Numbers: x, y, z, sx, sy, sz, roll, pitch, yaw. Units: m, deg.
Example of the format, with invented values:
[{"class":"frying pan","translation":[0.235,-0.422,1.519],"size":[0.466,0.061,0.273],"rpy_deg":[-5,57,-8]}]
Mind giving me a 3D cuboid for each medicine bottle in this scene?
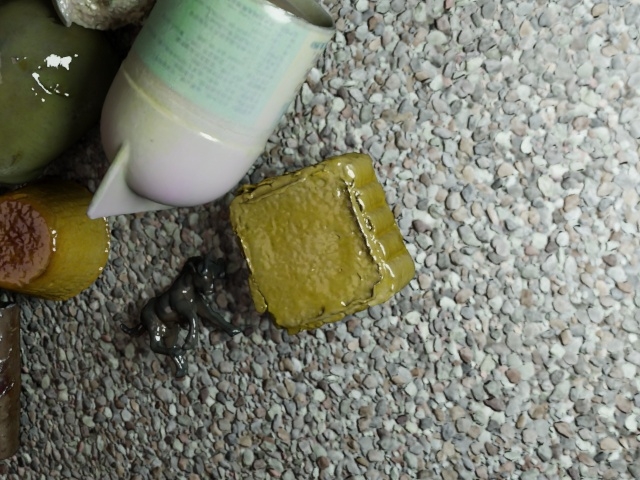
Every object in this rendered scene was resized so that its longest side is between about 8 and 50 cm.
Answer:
[{"class":"medicine bottle","translation":[-0.179,-0.200,1.467],"size":[0.236,0.236,0.406],"rpy_deg":[40,111,16]}]

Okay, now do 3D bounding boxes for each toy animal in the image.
[{"class":"toy animal","translation":[-0.221,0.119,1.630],"size":[0.233,0.084,0.148],"rpy_deg":[-38,63,31]}]

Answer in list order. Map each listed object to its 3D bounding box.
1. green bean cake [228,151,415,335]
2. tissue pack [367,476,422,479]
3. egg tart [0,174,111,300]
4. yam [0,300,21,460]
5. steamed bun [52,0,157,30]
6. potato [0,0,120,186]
[{"class":"green bean cake","translation":[0.000,0.000,1.468],"size":[0.224,0.131,0.229],"rpy_deg":[-20,91,29]},{"class":"tissue pack","translation":[0.093,0.474,1.487],"size":[0.159,0.145,0.229],"rpy_deg":[-8,95,-17]},{"class":"egg tart","translation":[-0.463,-0.003,1.669],"size":[0.215,0.171,0.215],"rpy_deg":[0,90,11]},{"class":"yam","translation":[-0.586,0.242,1.789],"size":[0.131,0.131,0.279],"rpy_deg":[5,99,25]},{"class":"steamed bun","translation":[-0.305,-0.389,1.468],"size":[0.200,0.170,0.225],"rpy_deg":[29,146,2]},{"class":"potato","translation":[-0.471,-0.243,1.597],"size":[0.326,0.243,0.221],"rpy_deg":[-42,40,8]}]
